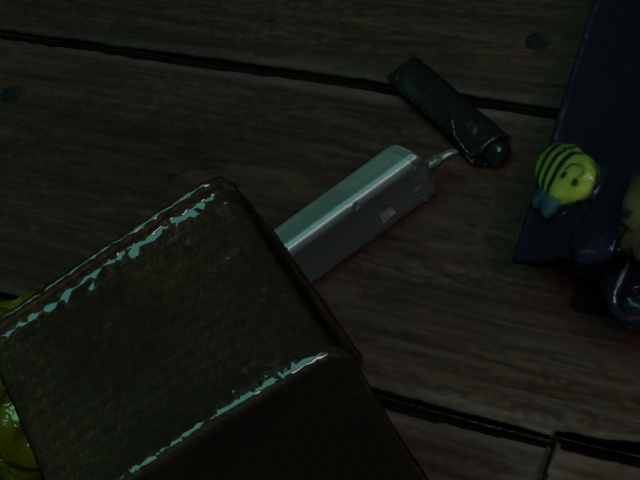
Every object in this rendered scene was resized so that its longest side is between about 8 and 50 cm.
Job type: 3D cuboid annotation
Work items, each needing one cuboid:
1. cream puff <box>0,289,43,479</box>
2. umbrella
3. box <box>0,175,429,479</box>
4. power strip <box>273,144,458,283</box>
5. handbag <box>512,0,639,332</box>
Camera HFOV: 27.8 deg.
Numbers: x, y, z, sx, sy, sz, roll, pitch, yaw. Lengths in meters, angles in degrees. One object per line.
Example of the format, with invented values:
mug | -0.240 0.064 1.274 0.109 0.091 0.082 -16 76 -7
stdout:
cream puff | -0.225 0.105 0.964 0.121 0.156 0.156 -15 53 -10
umbrella | 0.103 -0.102 1.037 0.036 0.031 0.133 -52 53 12
box | -0.052 0.119 0.802 0.184 0.273 0.143 -34 53 -2
power strip | 0.000 0.000 0.990 0.252 0.060 0.027 -36 54 -4
handbag | 0.285 -0.103 0.832 0.303 0.122 0.329 -10 52 56
